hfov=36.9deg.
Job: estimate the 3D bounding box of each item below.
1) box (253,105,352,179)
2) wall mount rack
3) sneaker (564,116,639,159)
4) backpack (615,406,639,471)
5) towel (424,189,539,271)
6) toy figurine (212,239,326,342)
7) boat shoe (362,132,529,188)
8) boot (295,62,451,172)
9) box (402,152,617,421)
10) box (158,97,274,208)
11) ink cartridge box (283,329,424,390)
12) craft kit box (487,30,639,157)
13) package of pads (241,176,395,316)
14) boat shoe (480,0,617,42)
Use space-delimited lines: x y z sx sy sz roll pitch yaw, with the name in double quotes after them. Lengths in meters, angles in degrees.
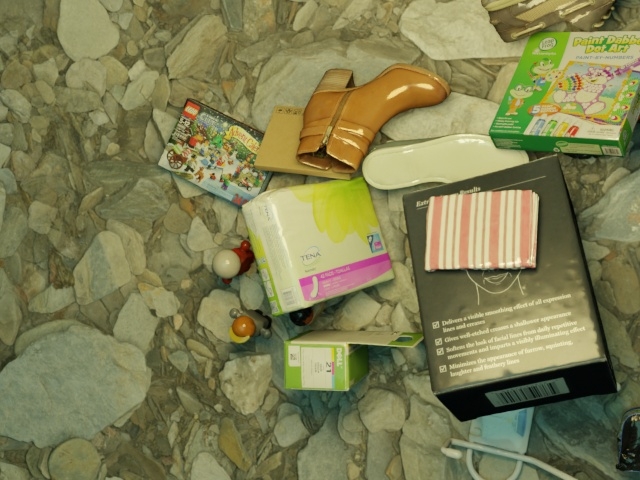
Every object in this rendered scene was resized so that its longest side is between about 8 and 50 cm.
-0.018 -0.199 1.935 0.201 0.021 0.164 7 57 15 "box"
0.399 0.335 1.841 0.304 0.130 0.350 11 96 15 "wall mount rack"
0.545 -0.234 1.804 0.221 0.083 0.087 -38 48 23 "sneaker"
0.612 0.373 1.808 0.105 0.084 0.114 3 97 16 "backpack"
0.278 -0.014 1.664 0.197 0.029 0.144 -3 65 24 "towel"
-0.101 0.095 1.957 0.213 0.148 0.209 -11 90 15 "toy figurine"
0.245 -0.162 1.870 0.319 0.099 0.116 -3 113 17 "boat shoe"
0.096 -0.233 1.853 0.283 0.109 0.220 8 59 19 "boot"
0.336 0.090 1.729 0.293 0.212 0.395 -14 63 16 "box"
-0.208 -0.180 2.025 0.233 0.044 0.159 27 100 12 "box"
0.074 0.235 1.895 0.255 0.189 0.097 0 92 15 "ink cartridge box"
0.460 -0.269 1.728 0.250 0.061 0.246 8 59 37 "craft kit box"
0.000 0.000 1.850 0.101 0.296 0.229 -19 88 42 "package of pads"
0.478 -0.456 1.758 0.355 0.132 0.130 -11 119 25 "boat shoe"
